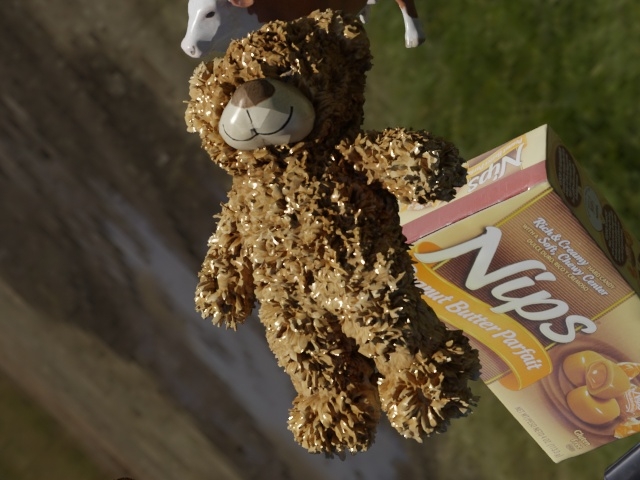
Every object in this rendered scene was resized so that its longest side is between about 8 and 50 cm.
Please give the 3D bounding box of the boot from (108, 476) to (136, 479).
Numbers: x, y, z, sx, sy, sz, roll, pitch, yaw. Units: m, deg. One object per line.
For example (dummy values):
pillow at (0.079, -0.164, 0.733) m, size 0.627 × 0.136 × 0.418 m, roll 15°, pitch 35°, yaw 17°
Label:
boot at (-0.251, 0.240, 1.451) m, size 0.283 × 0.220 × 0.109 m, roll 6°, pitch -109°, yaw -73°

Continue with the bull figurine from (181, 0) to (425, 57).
bull figurine at (-0.009, -0.223, 1.941) m, size 0.101 × 0.310 × 0.188 m, roll 1°, pitch 122°, yaw 39°

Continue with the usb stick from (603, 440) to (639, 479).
usb stick at (0.407, 0.190, 2.045) m, size 0.077 × 0.278 × 0.045 m, roll 51°, pitch -158°, yaw 12°

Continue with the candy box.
candy box at (0.214, 0.057, 1.843) m, size 0.316 × 0.183 × 0.087 m, roll 49°, pitch -150°, yaw -30°

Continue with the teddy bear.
teddy bear at (0.000, 0.000, 1.481) m, size 0.245 × 0.113 × 0.338 m, roll 3°, pitch 102°, yaw 40°
